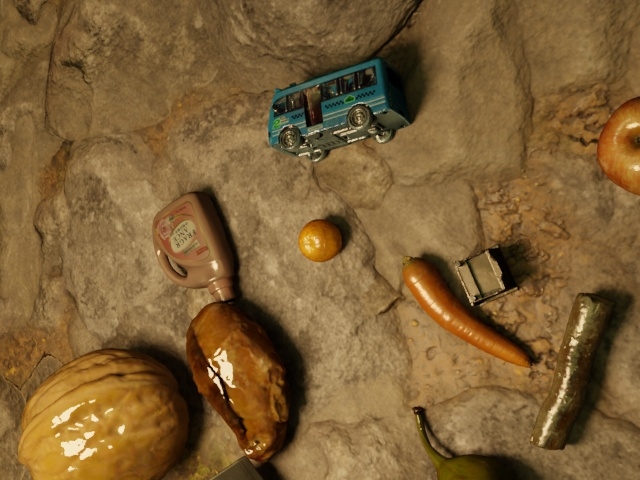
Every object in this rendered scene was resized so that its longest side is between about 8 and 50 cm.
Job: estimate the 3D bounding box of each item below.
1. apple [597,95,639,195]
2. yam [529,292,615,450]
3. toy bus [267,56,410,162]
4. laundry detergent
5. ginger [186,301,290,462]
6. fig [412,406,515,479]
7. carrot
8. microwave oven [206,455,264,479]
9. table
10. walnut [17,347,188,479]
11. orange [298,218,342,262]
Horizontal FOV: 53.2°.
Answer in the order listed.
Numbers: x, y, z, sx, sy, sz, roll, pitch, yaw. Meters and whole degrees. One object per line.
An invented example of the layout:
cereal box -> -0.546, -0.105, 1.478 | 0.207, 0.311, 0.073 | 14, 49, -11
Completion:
apple -> 0.465, -0.133, 0.896 | 0.146, 0.130, 0.147 | 1, 91, 35
yam -> 0.384, 0.205, 0.976 | 0.061, 0.061, 0.253 | 19, 99, 28
toy bus -> 0.028, -0.232, 1.152 | 0.246, 0.113, 0.135 | -11, 79, 27
laundry detergent -> -0.265, 0.034, 1.336 | 0.171, 0.076, 0.237 | -28, 78, 27
ginger -> -0.148, 0.264, 1.215 | 0.172, 0.165, 0.322 | -36, 74, 51
fig -> 0.217, 0.370, 1.048 | 0.236, 0.124, 0.124 | 43, 109, 38
carrot -> 0.231, 0.127, 1.068 | 0.066, 0.062, 0.271 | -35, 70, -22
microwave oven -> -0.160, 0.664, 1.089 | 0.432, 0.374, 0.236 | 50, 120, 17
table -> 0.263, 0.057, 1.032 | 0.070, 0.082, 0.083 | -27, 76, 26
walnut -> -0.437, 0.372, 1.289 | 0.332, 0.332, 0.333 | -1, 89, 29
orange -> 0.000, 0.000, 1.189 | 0.083, 0.070, 0.083 | 8, 104, 35
